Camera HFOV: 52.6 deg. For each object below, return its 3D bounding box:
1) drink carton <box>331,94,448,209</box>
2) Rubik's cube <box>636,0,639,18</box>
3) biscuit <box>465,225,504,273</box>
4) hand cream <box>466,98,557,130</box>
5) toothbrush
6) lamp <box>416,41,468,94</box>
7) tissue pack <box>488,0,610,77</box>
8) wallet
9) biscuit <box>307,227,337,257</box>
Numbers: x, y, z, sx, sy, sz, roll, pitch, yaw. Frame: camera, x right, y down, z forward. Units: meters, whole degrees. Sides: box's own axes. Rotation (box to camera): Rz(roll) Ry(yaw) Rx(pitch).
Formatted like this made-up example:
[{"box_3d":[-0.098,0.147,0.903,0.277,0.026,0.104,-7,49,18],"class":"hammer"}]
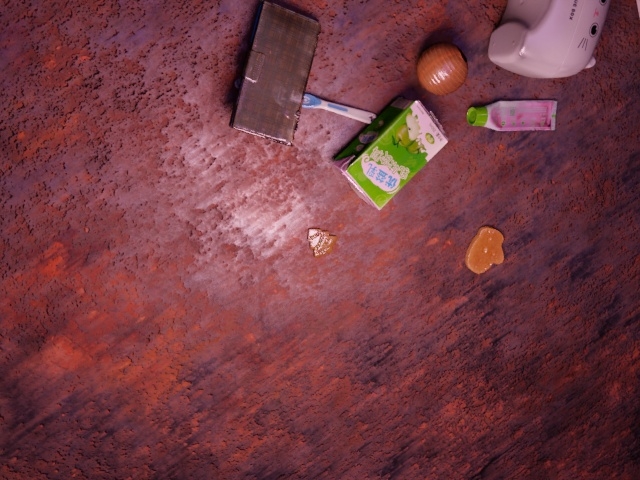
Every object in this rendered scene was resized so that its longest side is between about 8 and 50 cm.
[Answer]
[{"box_3d":[0.183,-0.229,1.680,0.271,0.108,0.161,-44,118,-1],"class":"drink carton"},{"box_3d":[1.089,-0.579,1.738,0.292,0.291,0.290,-26,109,-8],"class":"Rubik's cube"},{"box_3d":[0.483,0.033,1.883,0.118,0.023,0.140,29,95,-20],"class":"biscuit"},{"box_3d":[0.537,-0.347,1.790,0.275,0.050,0.079,-5,131,-19],"class":"hand cream"},{"box_3d":[-0.030,-0.351,1.643,0.386,0.040,0.040,12,101,-21],"class":"toothbrush"},{"box_3d":[0.310,-0.438,1.652,0.136,0.136,0.136,-4,105,-14],"class":"lamp"},{"box_3d":[0.593,-0.579,1.638,0.236,0.229,0.333,10,102,-17],"class":"tissue pack"},{"box_3d":[-0.107,-0.401,1.565,0.169,0.044,0.317,13,90,-23],"class":"wallet"},{"box_3d":[0.000,0.000,1.749,0.082,0.016,0.092,-40,112,-1],"class":"biscuit"}]
